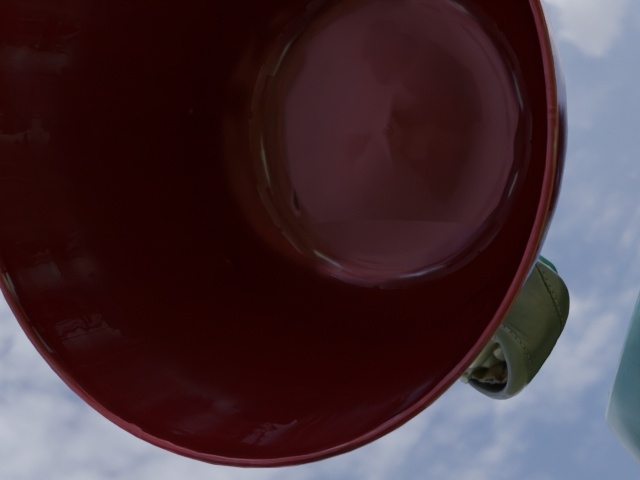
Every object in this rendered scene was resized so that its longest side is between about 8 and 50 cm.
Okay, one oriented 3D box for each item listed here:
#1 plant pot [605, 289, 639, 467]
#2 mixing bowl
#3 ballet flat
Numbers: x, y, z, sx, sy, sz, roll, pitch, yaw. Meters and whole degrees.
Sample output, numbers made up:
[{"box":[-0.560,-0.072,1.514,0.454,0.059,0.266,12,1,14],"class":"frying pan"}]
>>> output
[{"box":[0.286,0.047,0.868,0.293,0.235,0.293,19,-90,-76],"class":"plant pot"},{"box":[0.000,-0.031,0.482,0.098,0.181,0.181,-3,-63,-61],"class":"mixing bowl"},{"box":[0.000,0.000,0.696,0.068,0.213,0.072,-61,-5,-27],"class":"ballet flat"}]
